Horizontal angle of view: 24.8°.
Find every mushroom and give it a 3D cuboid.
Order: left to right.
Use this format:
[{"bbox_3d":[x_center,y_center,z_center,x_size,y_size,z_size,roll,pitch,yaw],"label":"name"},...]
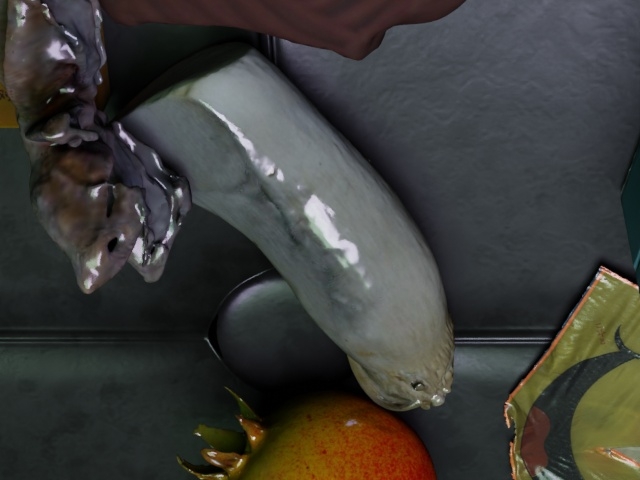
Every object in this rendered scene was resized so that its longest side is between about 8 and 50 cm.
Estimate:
[{"bbox_3d":[0.001,0.001,1.263,0.397,0.126,0.177,45,139,-18],"label":"mushroom"}]

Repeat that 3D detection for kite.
[{"bbox_3d":[0.331,0.188,1.360,0.328,0.013,0.377,-6,113,23],"label":"kite"}]

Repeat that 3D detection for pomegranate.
[{"bbox_3d":[-0.011,0.242,1.360,0.257,0.221,0.221,32,119,-6],"label":"pomegranate"}]

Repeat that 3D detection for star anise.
[{"bbox_3d":[-0.178,-0.080,1.121,0.111,0.198,0.257,-21,97,0],"label":"star anise"}]

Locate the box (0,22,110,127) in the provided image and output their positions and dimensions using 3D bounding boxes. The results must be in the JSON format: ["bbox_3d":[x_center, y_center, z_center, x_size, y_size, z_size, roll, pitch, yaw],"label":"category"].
[{"bbox_3d":[-0.263,-0.210,1.195,0.152,0.070,0.237,1,119,6],"label":"box"}]

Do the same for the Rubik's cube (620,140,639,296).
[{"bbox_3d":[0.379,-0.052,1.133,0.221,0.231,0.224,12,122,-2],"label":"Rubik's cube"}]

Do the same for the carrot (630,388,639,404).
[{"bbox_3d":[0.393,0.097,1.331,0.248,0.043,0.043,-28,114,22],"label":"carrot"}]

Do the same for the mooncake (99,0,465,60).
[{"bbox_3d":[-0.043,-0.265,1.065,0.326,0.174,0.334,35,127,-25],"label":"mooncake"}]
